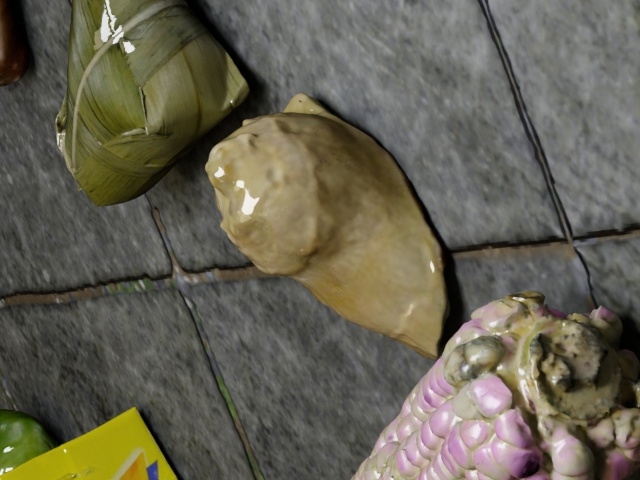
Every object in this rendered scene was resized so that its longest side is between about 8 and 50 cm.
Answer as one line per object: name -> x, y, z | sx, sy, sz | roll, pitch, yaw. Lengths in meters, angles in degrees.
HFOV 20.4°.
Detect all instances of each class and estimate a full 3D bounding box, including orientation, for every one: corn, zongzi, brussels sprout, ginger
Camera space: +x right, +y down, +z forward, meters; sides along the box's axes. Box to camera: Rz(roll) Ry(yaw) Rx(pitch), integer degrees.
corn -> 0.089, 0.142, 1.076 | 0.126, 0.127, 0.335 | 56, 151, 15
zongzi -> -0.154, -0.140, 1.278 | 0.204, 0.094, 0.205 | 65, 151, 7
brussels sprout -> -0.318, 0.234, 1.795 | 0.149, 0.152, 0.122 | 71, -164, -66
ginger -> 0.004, 0.002, 1.119 | 0.193, 0.123, 0.115 | 51, 128, 12

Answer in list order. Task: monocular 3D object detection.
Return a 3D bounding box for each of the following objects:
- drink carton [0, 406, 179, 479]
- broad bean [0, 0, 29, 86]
drink carton -> -0.148, 0.338, 1.564 | 0.351, 0.155, 0.111 | 58, 149, 11
broad bean -> -0.299, -0.206, 1.474 | 0.114, 0.084, 0.165 | 4, 110, 39
